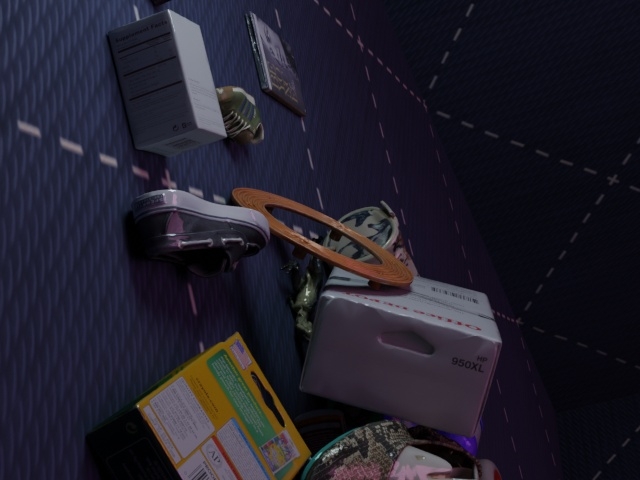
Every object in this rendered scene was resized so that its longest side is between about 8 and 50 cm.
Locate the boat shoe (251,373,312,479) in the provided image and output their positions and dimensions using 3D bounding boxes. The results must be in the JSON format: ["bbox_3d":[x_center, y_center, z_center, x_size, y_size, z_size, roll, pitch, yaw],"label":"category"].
[{"bbox_3d":[-0.071,0.314,1.571,0.113,0.104,0.306,37,40,-62],"label":"boat shoe"}]

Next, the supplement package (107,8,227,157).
[{"bbox_3d":[-0.220,-0.224,1.621,0.105,0.105,0.179,9,66,-70],"label":"supplement package"}]

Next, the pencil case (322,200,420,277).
[{"bbox_3d":[0.154,0.119,2.323,0.160,0.183,0.410,30,-26,53],"label":"pencil case"}]

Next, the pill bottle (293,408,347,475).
[{"bbox_3d":[0.008,0.354,1.810,0.086,0.086,0.152,40,37,-61],"label":"pill bottle"}]

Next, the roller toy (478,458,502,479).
[{"bbox_3d":[0.267,0.489,1.984,0.191,0.146,0.209,-42,118,-74],"label":"roller toy"}]

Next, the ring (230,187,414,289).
[{"bbox_3d":[0.000,0.000,1.872,0.032,0.336,0.336,-64,167,12],"label":"ring"}]

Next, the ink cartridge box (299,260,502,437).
[{"bbox_3d":[0.133,0.164,1.872,0.395,0.285,0.166,-53,157,-81],"label":"ink cartridge box"}]

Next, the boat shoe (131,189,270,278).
[{"bbox_3d":[-0.158,0.005,1.598,0.301,0.108,0.102,21,54,-65],"label":"boat shoe"}]

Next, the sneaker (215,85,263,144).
[{"bbox_3d":[-0.140,-0.207,1.914,0.192,0.064,0.086,-1,69,-75],"label":"sneaker"}]

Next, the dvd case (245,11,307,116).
[{"bbox_3d":[-0.088,-0.356,2.300,0.221,0.018,0.165,23,52,-68],"label":"dvd case"}]

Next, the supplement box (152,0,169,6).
[{"bbox_3d":[-0.261,-0.425,1.787,0.055,0.043,0.083,-85,152,-50],"label":"supplement box"}]

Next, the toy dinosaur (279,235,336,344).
[{"bbox_3d":[-0.021,0.063,2.014,0.268,0.064,0.118,-73,156,-46],"label":"toy dinosaur"}]

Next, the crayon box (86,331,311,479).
[{"bbox_3d":[-0.137,0.255,1.391,0.203,0.083,0.323,59,20,-1],"label":"crayon box"}]

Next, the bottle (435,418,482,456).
[{"bbox_3d":[0.324,0.469,2.665,0.283,0.092,0.118,-50,123,-69],"label":"bottle"}]

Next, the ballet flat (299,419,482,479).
[{"bbox_3d":[0.140,0.352,1.668,0.483,0.182,0.164,14,86,-66],"label":"ballet flat"}]

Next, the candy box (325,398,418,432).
[{"bbox_3d":[0.109,0.434,1.988,0.268,0.122,0.317,58,22,-44],"label":"candy box"}]
